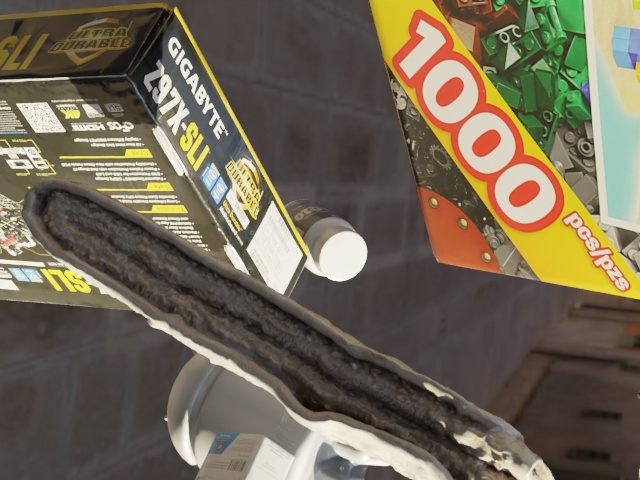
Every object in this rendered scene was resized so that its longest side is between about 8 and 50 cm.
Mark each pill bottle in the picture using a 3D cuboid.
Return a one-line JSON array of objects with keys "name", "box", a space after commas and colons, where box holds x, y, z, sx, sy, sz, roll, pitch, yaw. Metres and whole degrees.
[{"name": "pill bottle", "box": [0.000, 0.000, 1.479, 0.137, 0.078, 0.078, -147, -128, -59]}]

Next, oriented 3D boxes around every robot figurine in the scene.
[{"name": "robot figurine", "box": [-0.069, 0.259, 1.627, 0.200, 0.354, 0.299, 31, 81, -60]}]

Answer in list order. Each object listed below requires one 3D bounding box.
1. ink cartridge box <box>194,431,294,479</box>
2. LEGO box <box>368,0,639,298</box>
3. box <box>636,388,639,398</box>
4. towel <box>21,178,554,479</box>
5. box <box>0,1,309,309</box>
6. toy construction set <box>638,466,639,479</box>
[{"name": "ink cartridge box", "box": [-0.094, 0.269, 1.230, 0.052, 0.088, 0.122, 41, 61, -28]}, {"name": "LEGO box", "box": [0.197, -0.222, 0.603, 0.193, 0.372, 0.500, -33, 118, -34]}, {"name": "box", "box": [0.407, 0.177, 1.001, 0.060, 0.270, 0.216, -56, 163, -3]}, {"name": "towel", "box": [-0.009, 0.067, 0.606, 0.049, 0.282, 0.187, -58, 158, -8]}, {"name": "box", "box": [-0.203, -0.052, 0.895, 0.257, 0.322, 0.079, 60, 42, -43]}, {"name": "toy construction set", "box": [0.548, 0.396, 1.551, 0.257, 0.309, 0.237, -36, 135, -30]}]
